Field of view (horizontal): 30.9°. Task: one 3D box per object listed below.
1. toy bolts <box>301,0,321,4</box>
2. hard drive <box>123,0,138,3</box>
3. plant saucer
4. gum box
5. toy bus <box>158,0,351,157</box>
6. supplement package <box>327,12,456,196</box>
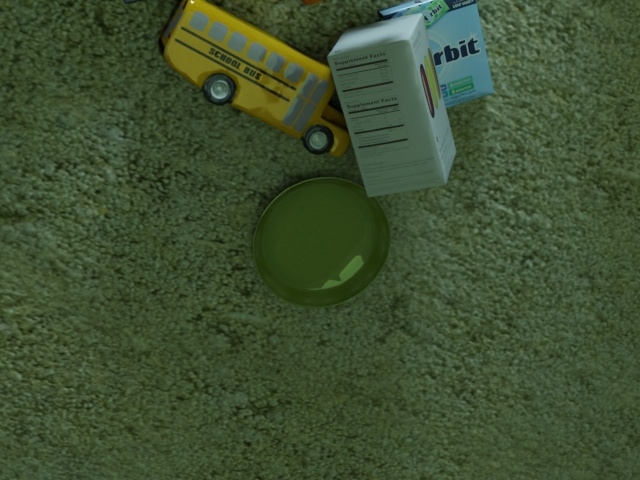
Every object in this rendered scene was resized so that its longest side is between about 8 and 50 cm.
[{"bbox_3d":[0.026,-0.455,1.700,0.218,0.228,0.158,-31,116,9],"label":"toy bolts"},{"bbox_3d":[-0.247,-0.493,1.708,0.172,0.054,0.255,-15,114,-7],"label":"hard drive"},{"bbox_3d":[0.000,0.000,1.976,0.241,0.037,0.241,-5,113,-11],"label":"plant saucer"},{"bbox_3d":[0.190,-0.307,1.893,0.157,0.041,0.184,-17,114,-5],"label":"gum box"},{"bbox_3d":[-0.091,-0.254,1.813,0.332,0.108,0.130,25,102,-21],"label":"toy bus"},{"bbox_3d":[0.117,-0.213,1.823,0.134,0.139,0.244,-9,116,19],"label":"supplement package"}]
